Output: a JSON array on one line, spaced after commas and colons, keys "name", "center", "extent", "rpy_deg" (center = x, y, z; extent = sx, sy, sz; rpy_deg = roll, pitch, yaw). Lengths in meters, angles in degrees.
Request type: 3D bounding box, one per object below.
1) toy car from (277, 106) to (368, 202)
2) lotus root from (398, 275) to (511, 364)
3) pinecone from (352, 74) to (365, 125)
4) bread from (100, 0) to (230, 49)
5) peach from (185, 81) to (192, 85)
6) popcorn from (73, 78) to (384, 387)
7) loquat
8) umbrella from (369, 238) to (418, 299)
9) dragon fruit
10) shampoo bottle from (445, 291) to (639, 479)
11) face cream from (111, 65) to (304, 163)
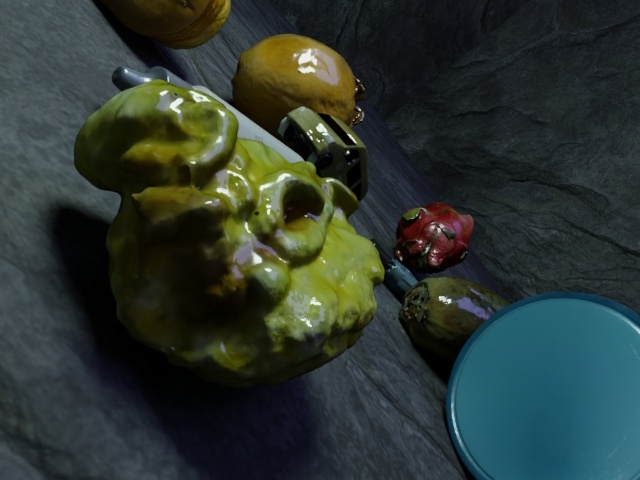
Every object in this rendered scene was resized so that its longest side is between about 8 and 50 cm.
[{"name": "toy car", "center": [0.018, -0.138, 0.919], "extent": [0.101, 0.124, 0.256], "rpy_deg": [51, -11, 23]}, {"name": "lotus root", "center": [0.288, 0.160, 1.019], "extent": [0.275, 0.152, 0.160], "rpy_deg": [27, 46, -25]}, {"name": "pinecone", "center": [0.018, -0.342, 1.334], "extent": [0.203, 0.201, 0.228], "rpy_deg": [20, 58, -14]}, {"name": "bread", "center": [-0.252, -0.422, 0.811], "extent": [0.269, 0.196, 0.143], "rpy_deg": [57, 8, 7]}, {"name": "peach", "center": [-0.172, -0.183, 0.766], "extent": [0.077, 0.050, 0.083], "rpy_deg": [33, -11, 45]}, {"name": "popcorn", "center": [-0.066, 0.016, 0.448], "extent": [0.286, 0.174, 0.225], "rpy_deg": [35, 31, -42]}, {"name": "loquat", "center": [-0.050, -0.265, 0.979], "extent": [0.238, 0.239, 0.193], "rpy_deg": [29, 58, -52]}, {"name": "umbrella", "center": [0.174, 0.094, 1.087], "extent": [0.250, 0.052, 0.053], "rpy_deg": [47, 0, -20]}, {"name": "dragon fruit", "center": [0.257, 0.008, 1.314], "extent": [0.198, 0.200, 0.269], "rpy_deg": [44, -22, -5]}, {"name": "shampoo bottle", "center": [0.432, 0.305, 0.853], "extent": [0.343, 0.331, 0.331], "rpy_deg": [40, 21, -34]}, {"name": "face cream", "center": [-0.137, -0.137, 0.700], "extent": [0.311, 0.092, 0.092], "rpy_deg": [28, 29, -54]}]
